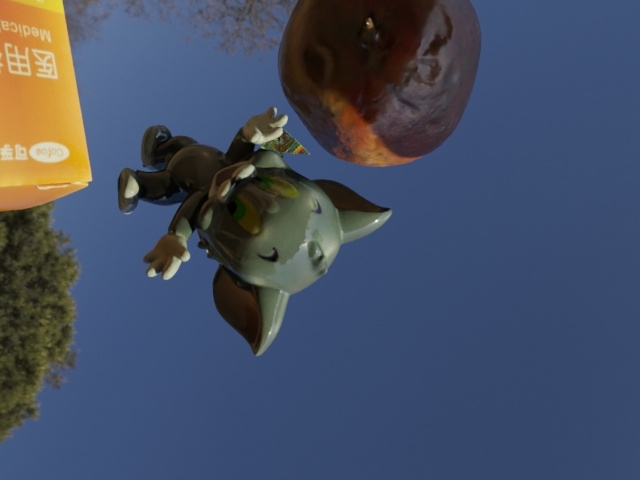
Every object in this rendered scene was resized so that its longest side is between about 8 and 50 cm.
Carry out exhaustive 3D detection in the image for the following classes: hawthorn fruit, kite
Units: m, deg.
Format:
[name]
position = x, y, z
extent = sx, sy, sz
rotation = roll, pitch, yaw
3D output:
[hawthorn fruit]
position = 0.067, -0.235, 0.812
extent = 0.276, 0.298, 0.277
rotation = 1, -85, 10
[kite]
position = -0.083, -0.201, 1.353
extent = 0.122, 0.090, 0.004
rotation = 4, -157, 8

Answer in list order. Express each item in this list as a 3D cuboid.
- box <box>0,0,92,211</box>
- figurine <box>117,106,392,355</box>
[box]
position = -0.325, -0.186, 0.473
extent = 0.143, 0.225, 0.341
rotation = -5, -85, 25
[figurine]
position = -0.097, -0.025, 0.615
extent = 0.265, 0.140, 0.193
rotation = 19, -120, 39
